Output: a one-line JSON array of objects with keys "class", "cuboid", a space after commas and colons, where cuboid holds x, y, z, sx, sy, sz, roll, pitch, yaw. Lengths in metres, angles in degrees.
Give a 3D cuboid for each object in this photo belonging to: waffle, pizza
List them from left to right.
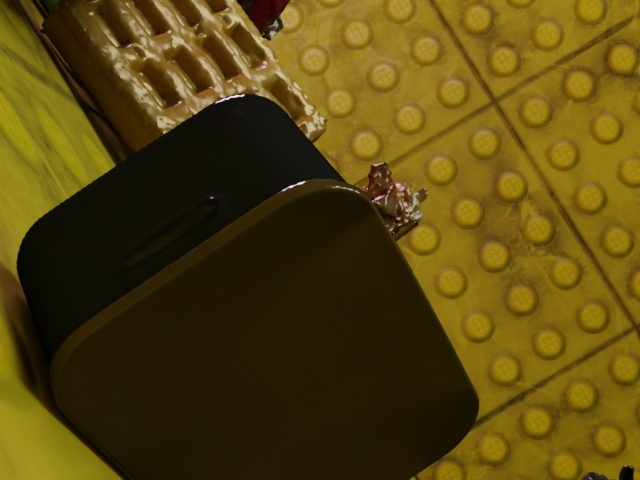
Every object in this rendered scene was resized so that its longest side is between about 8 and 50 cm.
[{"class": "waffle", "cuboid": [-0.119, -0.151, 1.128, 0.221, 0.055, 0.248, 54, 34, -1]}, {"class": "pizza", "cuboid": [0.000, 0.000, 1.156, 0.081, 0.229, 0.289, 61, 1, 11]}]

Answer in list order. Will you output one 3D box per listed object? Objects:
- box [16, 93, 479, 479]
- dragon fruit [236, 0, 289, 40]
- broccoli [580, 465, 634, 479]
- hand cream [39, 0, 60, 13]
[{"class": "box", "cuboid": [-0.029, 0.044, 0.528, 0.090, 0.144, 0.201, 54, -2, 45]}, {"class": "dragon fruit", "cuboid": [-0.184, -0.373, 1.547, 0.329, 0.329, 0.329, 59, 0, 0]}, {"class": "broccoli", "cuboid": [0.224, 0.340, 0.847, 0.324, 0.272, 0.334, 57, 33, -53]}, {"class": "hand cream", "cuboid": [-0.249, -0.275, 1.166, 0.305, 0.093, 0.147, 58, 24, -25]}]
